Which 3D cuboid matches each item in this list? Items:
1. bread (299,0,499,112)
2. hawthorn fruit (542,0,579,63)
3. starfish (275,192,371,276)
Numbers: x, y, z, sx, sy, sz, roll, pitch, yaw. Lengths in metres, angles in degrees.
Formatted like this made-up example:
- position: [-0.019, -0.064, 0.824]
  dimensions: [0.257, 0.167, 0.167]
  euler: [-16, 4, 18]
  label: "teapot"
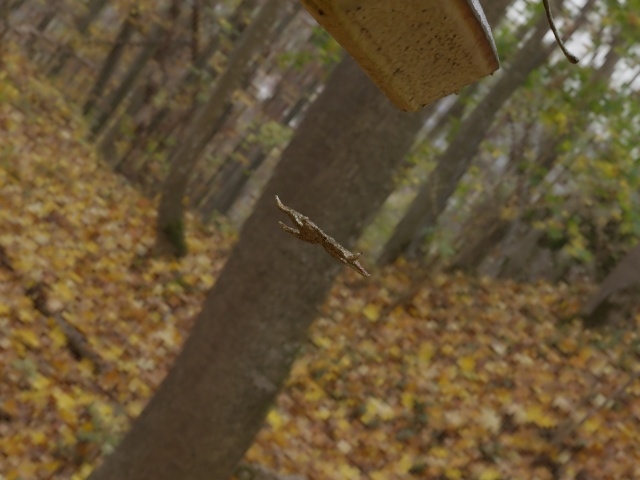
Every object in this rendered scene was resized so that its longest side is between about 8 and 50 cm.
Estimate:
- position: [0.026, -0.308, 1.243]
  dimensions: [0.323, 0.143, 0.333]
  euler: [60, 10, 18]
  label: "bread"
- position: [0.213, -0.305, 1.247]
  dimensions: [0.165, 0.285, 0.165]
  euler: [-2, 31, 1]
  label: "hawthorn fruit"
- position: [0.000, 0.000, 0.941]
  dimensions: [0.092, 0.016, 0.086]
  euler: [19, -23, 52]
  label: "starfish"
